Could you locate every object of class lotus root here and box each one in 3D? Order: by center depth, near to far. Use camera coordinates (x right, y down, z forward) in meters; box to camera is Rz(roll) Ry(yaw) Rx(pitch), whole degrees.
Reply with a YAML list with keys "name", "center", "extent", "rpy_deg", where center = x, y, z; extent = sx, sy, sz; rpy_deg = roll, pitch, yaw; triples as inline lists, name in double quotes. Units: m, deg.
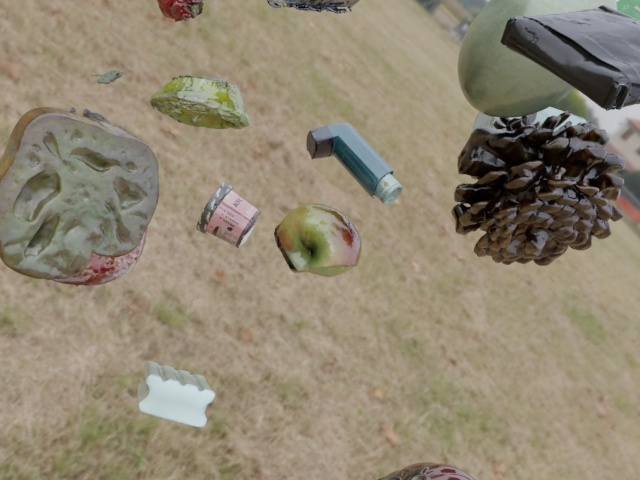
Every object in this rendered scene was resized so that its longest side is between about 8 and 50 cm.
- name: "lotus root"
  center: [-0.534, -0.107, 1.633]
  extent: [0.111, 0.390, 0.375]
  rpy_deg: [29, -35, 47]

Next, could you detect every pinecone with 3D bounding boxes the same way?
- name: "pinecone"
  center: [0.498, -0.134, 1.758]
  extent: [0.397, 0.398, 0.398]
  rpy_deg: [39, 20, -17]

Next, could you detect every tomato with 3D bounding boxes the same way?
- name: "tomato"
  center: [-0.625, -0.048, 2.032]
  extent: [0.338, 0.338, 0.143]
  rpy_deg: [33, -2, -32]

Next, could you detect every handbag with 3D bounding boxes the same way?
- name: "handbag"
  center: [0.434, -0.291, 1.171]
  extent: [0.222, 0.080, 0.247]
  rpy_deg: [-13, 42, -30]

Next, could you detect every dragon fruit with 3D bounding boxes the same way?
- name: "dragon fruit"
  center: [-0.319, -0.574, 1.752]
  extent: [0.121, 0.142, 0.130]
  rpy_deg: [15, -15, -17]

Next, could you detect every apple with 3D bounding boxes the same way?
- name: "apple"
  center: [0.000, 0.000, 1.797]
  extent: [0.207, 0.174, 0.188]
  rpy_deg: [21, 18, 22]

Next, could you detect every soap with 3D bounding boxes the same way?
- name: "soap"
  center: [-0.347, 0.360, 1.808]
  extent: [0.159, 0.088, 0.265]
  rpy_deg: [18, -6, -13]

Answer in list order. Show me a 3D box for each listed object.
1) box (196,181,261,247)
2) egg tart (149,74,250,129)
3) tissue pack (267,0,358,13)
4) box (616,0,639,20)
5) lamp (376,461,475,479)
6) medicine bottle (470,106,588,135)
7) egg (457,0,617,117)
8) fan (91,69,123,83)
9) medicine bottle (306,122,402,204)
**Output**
- name: "box"
  center: [-0.243, -0.060, 2.074]
  extent: [0.135, 0.151, 0.151]
  rpy_deg: [33, 19, 2]
- name: "egg tart"
  center: [-0.224, -0.261, 1.432]
  extent: [0.197, 0.078, 0.197]
  rpy_deg: [8, -3, 0]
- name: "tissue pack"
  center: [0.070, -0.571, 1.358]
  extent: [0.259, 0.361, 0.122]
  rpy_deg: [-16, 72, -50]
- name: "box"
  center: [0.772, -0.462, 1.807]
  extent: [0.180, 0.103, 0.250]
  rpy_deg: [51, 0, 31]
- name: "lamp"
  center: [0.186, 0.556, 1.411]
  extent: [0.257, 0.303, 0.303]
  rpy_deg: [47, 17, -17]
- name: "medicine bottle"
  center: [0.608, -0.293, 2.266]
  extent: [0.289, 0.245, 0.245]
  rpy_deg: [18, 24, -8]
- name: "egg"
  center: [0.441, -0.406, 1.574]
  extent: [0.258, 0.352, 0.258]
  rpy_deg: [47, 18, -20]
- name: "fan"
  center: [-0.474, -0.361, 1.681]
  extent: [0.083, 0.004, 0.056]
  rpy_deg: [14, 46, 29]
- name: "medicine bottle"
  center: [0.084, -0.188, 1.857]
  extent: [0.124, 0.079, 0.258]
  rpy_deg: [-31, 66, -29]
